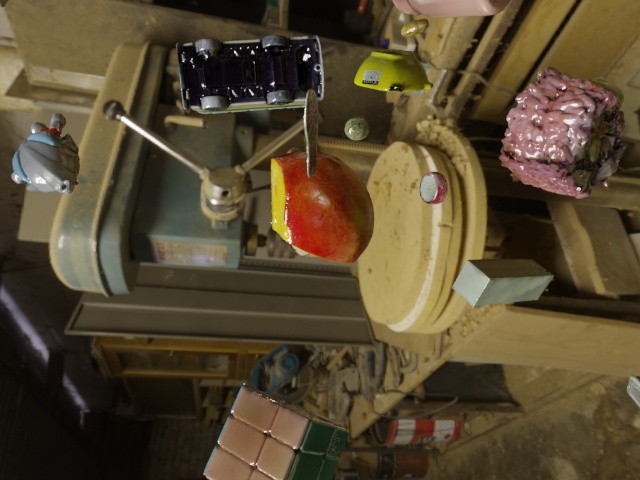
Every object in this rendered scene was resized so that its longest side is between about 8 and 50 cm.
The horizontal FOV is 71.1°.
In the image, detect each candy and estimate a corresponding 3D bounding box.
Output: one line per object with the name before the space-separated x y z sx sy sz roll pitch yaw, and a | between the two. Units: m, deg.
candy | 0.346 -0.161 1.376 0.103 0.043 0.103 174 90 -67

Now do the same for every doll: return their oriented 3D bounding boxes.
doll | -0.200 -0.060 0.328 0.114 0.057 0.039 32 149 43

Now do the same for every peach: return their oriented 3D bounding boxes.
peach | 0.006 -0.111 1.377 0.306 0.381 0.242 -66 24 -1

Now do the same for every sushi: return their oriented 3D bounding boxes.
sushi | 0.497 -0.216 0.894 0.171 0.270 0.236 37 97 43

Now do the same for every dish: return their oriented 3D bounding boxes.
dish | 0.240 -0.567 1.475 0.262 0.221 0.108 44 141 51

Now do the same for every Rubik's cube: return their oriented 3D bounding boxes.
Rubik's cube | -0.099 0.513 1.094 0.231 0.222 0.224 44 -117 -50

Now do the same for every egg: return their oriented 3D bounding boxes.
egg | 0.140 -0.422 1.694 0.085 0.110 0.085 8 101 45

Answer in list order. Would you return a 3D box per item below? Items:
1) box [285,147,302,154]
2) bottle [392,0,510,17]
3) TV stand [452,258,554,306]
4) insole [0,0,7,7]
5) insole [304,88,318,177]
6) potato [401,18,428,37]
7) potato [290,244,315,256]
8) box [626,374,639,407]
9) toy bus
box | -0.073 -0.267 1.521 0.037 0.106 0.105 -43 33 28
bottle | 0.303 -0.643 1.105 0.297 0.206 0.173 26 136 44
TV stand | 0.463 0.102 1.127 0.082 0.270 0.088 50 129 46
insole | -0.405 -0.359 0.588 0.063 0.010 0.192 -58 37 33
insole | -0.017 -0.212 0.907 0.065 0.006 0.193 -58 -25 -46
potato | 0.295 -0.667 1.402 0.046 0.092 0.045 -17 -78 -58
potato | 0.000 0.000 1.635 0.202 0.117 0.182 -32 43 24
box | 0.750 0.355 0.990 0.122 0.062 0.089 -112 -4 -47
toy bus | -0.150 -0.367 1.022 0.179 0.306 0.143 -117 22 -81
